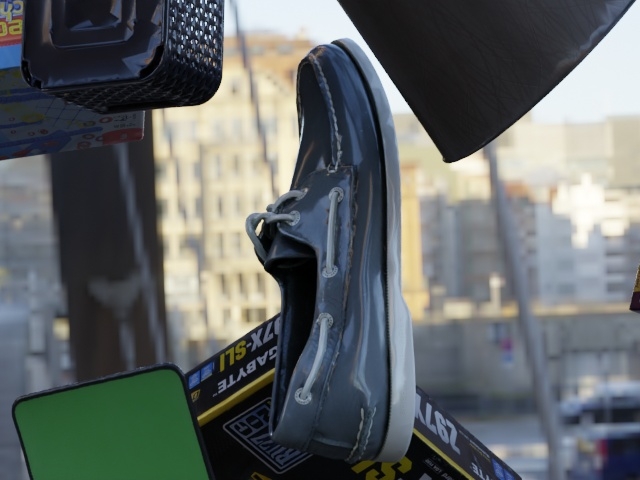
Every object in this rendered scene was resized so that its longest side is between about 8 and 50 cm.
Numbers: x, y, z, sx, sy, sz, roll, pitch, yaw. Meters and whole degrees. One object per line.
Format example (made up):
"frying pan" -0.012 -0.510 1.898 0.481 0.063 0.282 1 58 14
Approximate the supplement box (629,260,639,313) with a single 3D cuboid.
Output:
"supplement box" 0.269 0.029 1.403 0.043 0.055 0.083 17 -11 -19

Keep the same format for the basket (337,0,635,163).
"basket" 0.072 -0.198 1.207 0.204 0.227 0.154 -48 11 -16

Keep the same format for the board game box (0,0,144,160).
"board game box" -0.307 -0.142 1.667 0.301 0.086 0.308 -9 -10 -7

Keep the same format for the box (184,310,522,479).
"box" -0.007 0.217 1.685 0.257 0.079 0.322 -34 -55 19

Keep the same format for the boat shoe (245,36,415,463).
"boat shoe" 0.000 0.000 1.348 0.099 0.320 0.116 0 -22 -13

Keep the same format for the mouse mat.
"mouse mat" -0.131 0.185 1.318 0.152 0.190 0.007 -14 5 30

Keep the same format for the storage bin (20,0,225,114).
"storage bin" -0.141 -0.189 1.386 0.122 0.180 0.084 -3 -11 26
